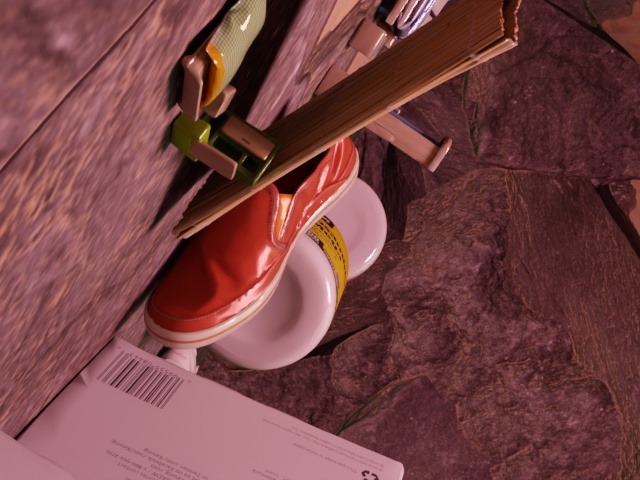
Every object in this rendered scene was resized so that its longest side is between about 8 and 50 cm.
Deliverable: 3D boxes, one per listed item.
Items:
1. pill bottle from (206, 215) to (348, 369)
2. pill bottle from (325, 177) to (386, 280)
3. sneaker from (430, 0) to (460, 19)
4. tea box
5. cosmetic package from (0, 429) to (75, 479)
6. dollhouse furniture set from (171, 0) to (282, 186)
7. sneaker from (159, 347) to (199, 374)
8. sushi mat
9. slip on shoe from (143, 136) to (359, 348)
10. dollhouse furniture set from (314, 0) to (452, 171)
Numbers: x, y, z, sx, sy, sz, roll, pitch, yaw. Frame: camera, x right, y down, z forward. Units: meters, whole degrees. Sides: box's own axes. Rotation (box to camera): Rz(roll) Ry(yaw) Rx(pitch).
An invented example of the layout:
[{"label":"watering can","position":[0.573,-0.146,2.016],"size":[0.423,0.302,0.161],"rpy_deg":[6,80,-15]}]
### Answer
[{"label":"pill bottle","position":[-0.058,0.044,1.136],"size":[0.188,0.188,0.334],"rpy_deg":[-56,180,11]},{"label":"pill bottle","position":[0.000,0.000,1.794],"size":[0.229,0.229,0.407],"rpy_deg":[-56,180,-12]},{"label":"sneaker","position":[0.273,-0.487,1.389],"size":[0.340,0.140,0.125],"rpy_deg":[-57,178,12]},{"label":"tea box","position":[-0.137,0.330,0.803],"size":[0.220,0.329,0.323],"rpy_deg":[-56,169,-61]},{"label":"cosmetic package","position":[-0.231,0.238,0.472],"size":[0.238,0.127,0.107],"rpy_deg":[-58,180,5]},{"label":"dollhouse furniture set","position":[-0.050,-0.087,0.526],"size":[0.076,0.059,0.151],"rpy_deg":[-56,180,-22]},{"label":"sneaker","position":[-0.256,0.247,1.418],"size":[0.232,0.090,0.115],"rpy_deg":[-55,-176,49]},{"label":"sushi mat","position":[0.016,-0.102,0.634],"size":[0.317,0.019,0.151],"rpy_deg":[-28,-157,34]},{"label":"slip on shoe","position":[-0.074,-0.024,0.874],"size":[0.331,0.123,0.101],"rpy_deg":[-50,145,-27]},{"label":"dollhouse furniture set","position":[0.167,-0.281,1.194],"size":[0.303,0.198,0.286],"rpy_deg":[-57,180,9]}]
